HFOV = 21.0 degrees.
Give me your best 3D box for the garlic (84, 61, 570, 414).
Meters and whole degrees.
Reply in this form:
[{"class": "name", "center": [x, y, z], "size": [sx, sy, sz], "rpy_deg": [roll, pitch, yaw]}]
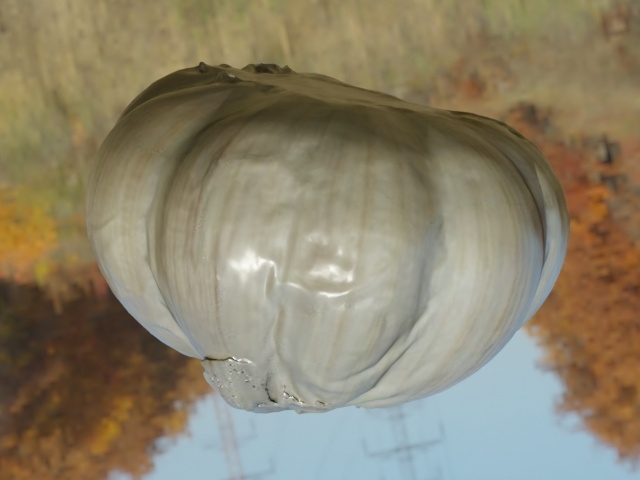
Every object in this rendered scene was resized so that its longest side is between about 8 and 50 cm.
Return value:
[{"class": "garlic", "center": [-0.001, 0.001, 0.815], "size": [0.228, 0.152, 0.228], "rpy_deg": [6, -163, -2]}]
